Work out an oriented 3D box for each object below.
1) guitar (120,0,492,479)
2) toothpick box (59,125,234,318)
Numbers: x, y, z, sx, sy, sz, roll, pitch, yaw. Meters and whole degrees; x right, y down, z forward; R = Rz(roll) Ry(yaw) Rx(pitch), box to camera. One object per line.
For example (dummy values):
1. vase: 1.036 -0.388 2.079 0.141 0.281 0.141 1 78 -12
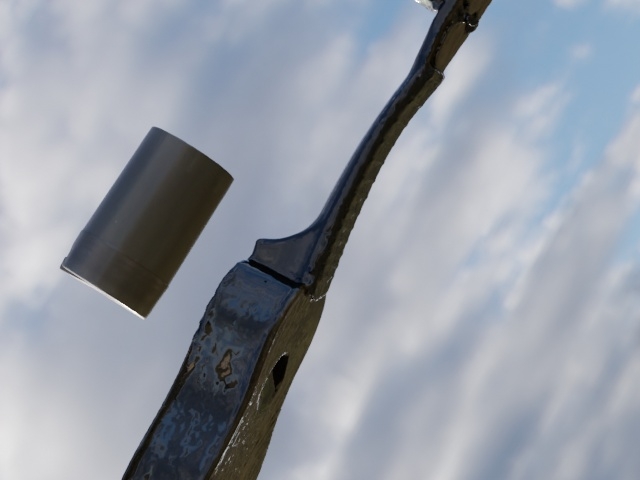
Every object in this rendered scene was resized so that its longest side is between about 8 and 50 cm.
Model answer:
1. guitar: -0.002 -0.002 0.651 0.271 0.038 0.084 -63 -10 6
2. toothpick box: -0.183 -0.017 1.875 0.181 0.111 0.111 -57 -20 -6
